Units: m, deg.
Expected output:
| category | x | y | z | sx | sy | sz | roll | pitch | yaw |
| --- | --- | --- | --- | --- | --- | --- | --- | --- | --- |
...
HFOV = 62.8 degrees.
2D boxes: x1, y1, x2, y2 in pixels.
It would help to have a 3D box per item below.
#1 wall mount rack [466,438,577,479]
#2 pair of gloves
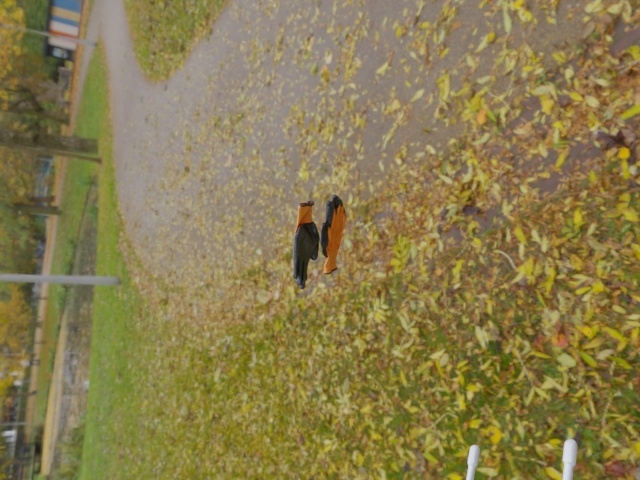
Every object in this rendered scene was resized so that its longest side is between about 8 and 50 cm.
| category | x | y | z | sx | sy | sz | roll | pitch | yaw |
| --- | --- | --- | --- | --- | --- | --- | --- | --- | --- |
| wall mount rack | 0.233 | 0.425 | 0.760 | 0.350 | 0.304 | 0.130 | -36 | 77 | 54 |
| pair of gloves | 0.000 | 0.000 | 0.452 | 0.010 | 0.083 | 0.074 | 13 | 107 | 27 |
